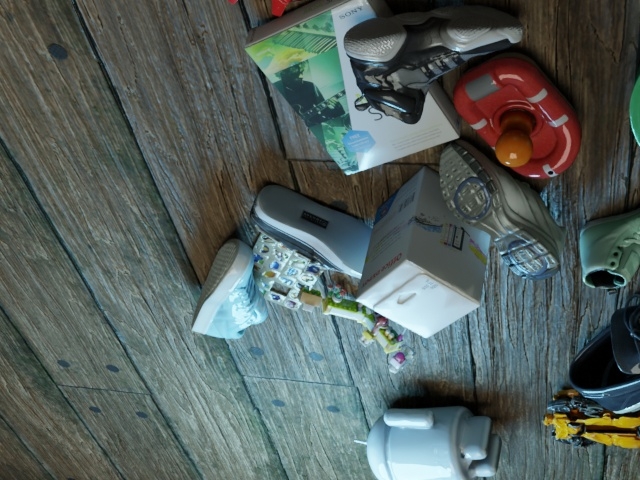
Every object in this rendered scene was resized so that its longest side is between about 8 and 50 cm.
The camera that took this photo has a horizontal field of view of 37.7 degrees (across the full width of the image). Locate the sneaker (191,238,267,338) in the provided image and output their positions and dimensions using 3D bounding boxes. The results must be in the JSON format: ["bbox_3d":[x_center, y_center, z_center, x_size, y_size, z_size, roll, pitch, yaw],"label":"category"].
[{"bbox_3d":[-0.174,0.112,2.049,0.150,0.135,0.366,16,152,-12],"label":"sneaker"}]

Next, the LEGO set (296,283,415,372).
[{"bbox_3d":[0.097,0.151,2.024,0.287,0.132,0.107,36,126,11],"label":"LEGO set"}]

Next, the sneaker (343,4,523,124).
[{"bbox_3d":[0.172,-0.266,1.430,0.269,0.101,0.153,-7,127,-1],"label":"sneaker"}]

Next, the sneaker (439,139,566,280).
[{"bbox_3d":[0.325,-0.065,1.673,0.297,0.129,0.111,49,136,-10],"label":"sneaker"}]

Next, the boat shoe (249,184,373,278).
[{"bbox_3d":[-0.002,0.003,1.868,0.306,0.113,0.105,24,148,-6],"label":"boat shoe"}]

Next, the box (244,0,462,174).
[{"bbox_3d":[0.059,-0.259,1.555,0.232,0.058,0.322,-17,130,31],"label":"box"}]

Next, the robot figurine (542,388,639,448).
[{"bbox_3d":[0.660,0.408,2.154,0.291,0.085,0.211,1,139,18],"label":"robot figurine"}]

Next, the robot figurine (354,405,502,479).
[{"bbox_3d":[0.265,0.517,2.333,0.354,0.199,0.300,-10,125,29],"label":"robot figurine"}]

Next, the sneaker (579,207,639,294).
[{"bbox_3d":[0.575,0.011,1.638,0.256,0.151,0.094,-23,126,37],"label":"sneaker"}]

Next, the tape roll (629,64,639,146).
[{"bbox_3d":[0.627,-0.203,1.381,0.321,0.077,0.321,17,141,14],"label":"tape roll"}]

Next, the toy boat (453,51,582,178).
[{"bbox_3d":[0.315,-0.177,1.498,0.151,0.151,0.231,-24,127,40],"label":"toy boat"}]

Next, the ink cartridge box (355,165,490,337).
[{"bbox_3d":[0.194,0.025,1.723,0.168,0.232,0.171,29,141,-16],"label":"ink cartridge box"}]

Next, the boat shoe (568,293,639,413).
[{"bbox_3d":[0.650,0.200,1.825,0.156,0.186,0.500,16,148,-10],"label":"boat shoe"}]

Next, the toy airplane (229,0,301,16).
[{"bbox_3d":[-0.099,-0.404,1.464,0.151,0.028,0.151,11,143,8],"label":"toy airplane"}]

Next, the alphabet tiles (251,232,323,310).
[{"bbox_3d":[-0.106,0.062,2.059,0.198,0.009,0.237,22,141,-8],"label":"alphabet tiles"}]
